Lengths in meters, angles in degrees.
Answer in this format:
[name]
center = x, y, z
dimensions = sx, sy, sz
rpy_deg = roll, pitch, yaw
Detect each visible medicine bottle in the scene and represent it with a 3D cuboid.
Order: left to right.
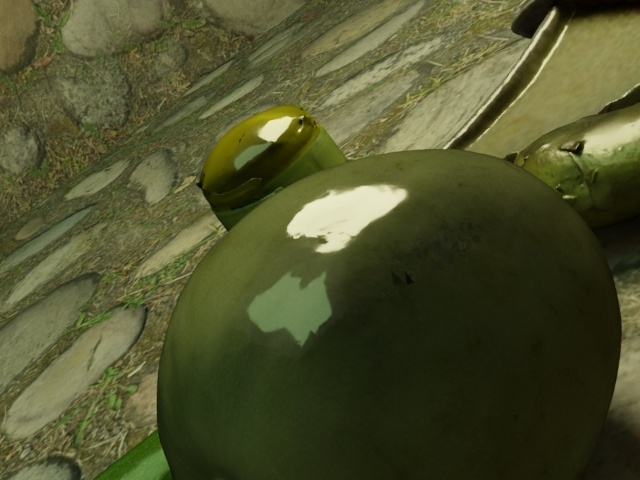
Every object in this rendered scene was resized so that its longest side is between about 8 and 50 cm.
[medicine bottle]
center = 0.000, 0.000, 0.842
dimensions = 0.124, 0.239, 0.124
rpy_deg = -34, 19, 14

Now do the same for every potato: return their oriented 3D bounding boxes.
[potato]
center = 0.252, -0.062, 0.790
dimensions = 0.225, 0.090, 0.117
rpy_deg = -16, 21, 28

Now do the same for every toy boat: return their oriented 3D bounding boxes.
[toy boat]
center = 0.277, -0.185, 1.022
dimensions = 0.276, 0.111, 0.293
rpy_deg = -11, 45, 47

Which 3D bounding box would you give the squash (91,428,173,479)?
[squash]
center = -0.130, 0.211, 0.796
dimensions = 0.379, 0.101, 0.101
rpy_deg = -39, 21, -5

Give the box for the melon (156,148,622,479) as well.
[melon]
center = 0.044, 0.075, 0.599
dimensions = 0.308, 0.272, 0.272
rpy_deg = -25, 16, -19
